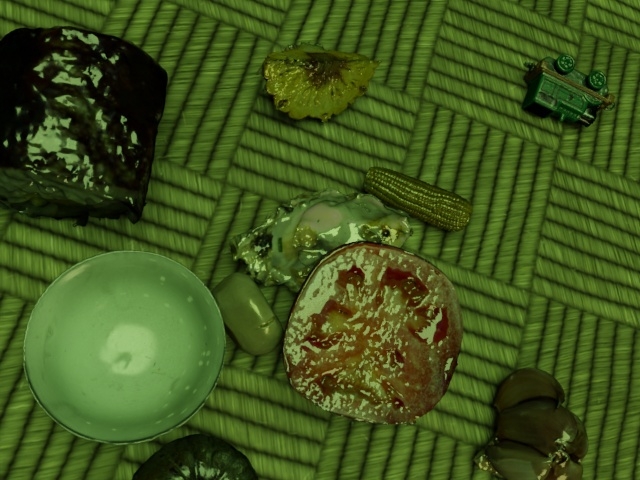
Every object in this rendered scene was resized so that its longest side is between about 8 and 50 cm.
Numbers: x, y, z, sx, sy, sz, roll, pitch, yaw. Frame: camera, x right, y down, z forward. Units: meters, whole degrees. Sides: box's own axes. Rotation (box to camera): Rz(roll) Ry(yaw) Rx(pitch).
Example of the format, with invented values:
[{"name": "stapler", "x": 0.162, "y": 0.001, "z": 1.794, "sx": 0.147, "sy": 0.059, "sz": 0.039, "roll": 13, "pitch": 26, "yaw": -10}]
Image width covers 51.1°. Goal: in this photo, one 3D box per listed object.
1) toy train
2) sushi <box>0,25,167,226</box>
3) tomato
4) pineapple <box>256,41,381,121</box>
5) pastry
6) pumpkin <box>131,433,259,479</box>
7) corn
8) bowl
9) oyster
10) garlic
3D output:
[{"name": "toy train", "x": 0.543, "y": -0.324, "z": 1.487, "sx": 0.227, "sy": 0.091, "sz": 0.136, "roll": 27, "pitch": 82, "yaw": -5}, {"name": "sushi", "x": -0.428, "y": -0.189, "z": 1.139, "sx": 0.299, "sy": 0.281, "sz": 0.294, "roll": 9, "pitch": 79, "yaw": -17}, {"name": "tomato", "x": 0.086, "y": 0.161, "z": 1.215, "sx": 0.338, "sy": 0.143, "sz": 0.339, "roll": 0, "pitch": 89, "yaw": -15}, {"name": "pineapple", "x": -0.030, "y": -0.327, "z": 1.369, "sx": 0.249, "sy": 0.140, "sz": 0.164, "roll": -13, "pitch": 36, "yaw": -30}, {"name": "pastry", "x": -0.130, "y": 0.132, "z": 1.182, "sx": 0.092, "sy": 0.156, "sz": 0.156, "roll": -40, "pitch": 86, "yaw": -15}, {"name": "pumpkin", "x": -0.204, "y": 0.427, "z": 1.082, "sx": 0.223, "sy": 0.157, "sz": 0.224, "roll": 8, "pitch": 65, "yaw": -19}, {"name": "corn", "x": 0.195, "y": -0.085, "z": 1.353, "sx": 0.231, "sy": 0.080, "sz": 0.080, "roll": 21, "pitch": 72, "yaw": -1}, {"name": "bowl", "x": -0.322, "y": 0.183, "z": 1.128, "sx": 0.313, "sy": 0.146, "sz": 0.314, "roll": 4, "pitch": 73, "yaw": -12}, {"name": "oyster", "x": -0.001, "y": -0.003, "z": 1.283, "sx": 0.354, "sy": 0.107, "sz": 0.201, "roll": 4, "pitch": 98, "yaw": -22}, {"name": "garlic", "x": 0.408, "y": 0.359, "z": 1.236, "sx": 0.160, "sy": 0.191, "sz": 0.214, "roll": 44, "pitch": 57, "yaw": -24}]
